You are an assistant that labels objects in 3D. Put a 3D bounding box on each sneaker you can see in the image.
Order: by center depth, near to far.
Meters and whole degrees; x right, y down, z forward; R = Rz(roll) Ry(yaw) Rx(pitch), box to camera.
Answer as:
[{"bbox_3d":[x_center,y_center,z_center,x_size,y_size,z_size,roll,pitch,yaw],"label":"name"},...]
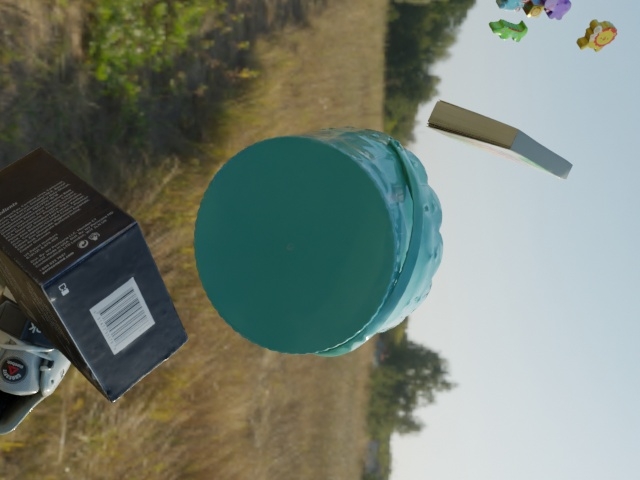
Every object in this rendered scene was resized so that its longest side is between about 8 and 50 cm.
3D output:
[{"bbox_3d":[-0.332,0.106,1.010,0.146,0.122,0.331,-92,-155,-55],"label":"sneaker"}]

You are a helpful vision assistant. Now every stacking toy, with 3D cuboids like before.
[{"bbox_3d":[0.327,-0.368,1.288,0.052,0.221,0.167,117,-36,-44],"label":"stacking toy"}]

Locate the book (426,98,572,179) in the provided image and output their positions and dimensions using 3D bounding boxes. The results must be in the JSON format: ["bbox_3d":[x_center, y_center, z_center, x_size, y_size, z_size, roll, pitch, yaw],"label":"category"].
[{"bbox_3d":[0.199,-0.112,0.944,0.144,0.096,0.035,32,-82,55],"label":"book"}]

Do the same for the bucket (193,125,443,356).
[{"bbox_3d":[0.000,0.000,0.989,0.183,0.281,0.281,-15,108,-68],"label":"bucket"}]

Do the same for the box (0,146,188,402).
[{"bbox_3d":[-0.212,0.028,0.728,0.093,0.158,0.156,-39,141,-24],"label":"box"}]
